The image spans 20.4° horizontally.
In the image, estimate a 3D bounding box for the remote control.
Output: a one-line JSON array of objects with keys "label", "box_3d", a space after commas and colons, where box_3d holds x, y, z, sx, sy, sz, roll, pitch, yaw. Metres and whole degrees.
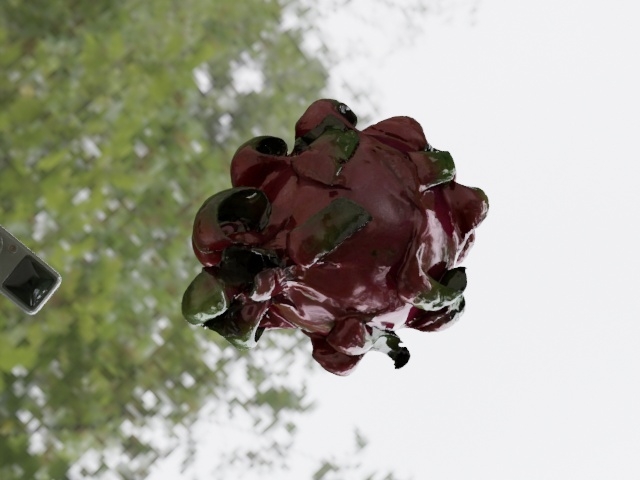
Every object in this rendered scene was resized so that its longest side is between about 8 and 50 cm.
[{"label": "remote control", "box_3d": [-0.441, -0.008, 2.246, 0.067, 0.261, 0.029, -51, -163, -10]}]

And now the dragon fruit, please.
[{"label": "dragon fruit", "box_3d": [0.000, -0.002, 1.421, 0.198, 0.273, 0.218, -147, -119, -63]}]
